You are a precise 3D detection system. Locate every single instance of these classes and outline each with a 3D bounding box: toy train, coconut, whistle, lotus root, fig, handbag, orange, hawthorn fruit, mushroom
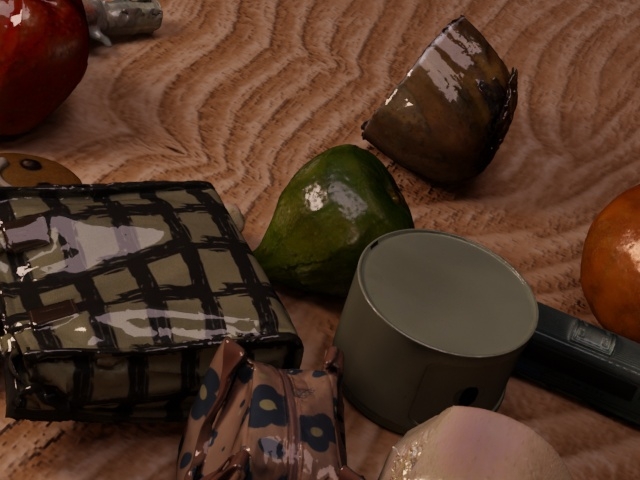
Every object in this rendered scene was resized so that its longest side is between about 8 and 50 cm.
[{"bbox_3d":[0.436,0.192,1.615,0.409,0.089,0.086,22,32,12],"label":"toy train"},{"bbox_3d":[0.155,0.277,1.306,0.224,0.224,0.234,17,43,4],"label":"coconut"},{"bbox_3d":[-0.409,-0.363,2.041,0.346,0.134,0.142,-10,33,-41],"label":"whistle"},{"bbox_3d":[0.207,-0.204,1.950,0.192,0.272,0.272,38,42,14],"label":"lotus root"},{"bbox_3d":[0.000,0.000,1.690,0.203,0.235,0.203,50,18,-23],"label":"fig"},{"bbox_3d":[-0.228,0.066,1.476,0.327,0.162,0.325,1,37,-30],"label":"handbag"},{"bbox_3d":[0.497,0.043,1.718,0.284,0.226,0.284,9,41,-8],"label":"orange"},{"bbox_3d":[-0.446,-0.301,1.784,0.254,0.300,0.254,16,47,-18],"label":"hawthorn fruit"},{"bbox_3d":[-0.050,0.232,1.306,0.190,0.193,0.251,9,37,-14],"label":"handbag"},{"bbox_3d":[-0.141,-0.015,1.712,0.083,0.067,0.083,-16,14,4],"label":"mushroom"}]

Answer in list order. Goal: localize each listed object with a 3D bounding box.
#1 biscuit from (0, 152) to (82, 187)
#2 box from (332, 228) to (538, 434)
[{"bbox_3d":[-0.520,-0.064,1.649,0.432,0.064,0.283,-7,41,-25],"label":"biscuit"},{"bbox_3d":[0.137,0.113,1.554,0.226,0.149,0.226,10,38,-8],"label":"box"}]
